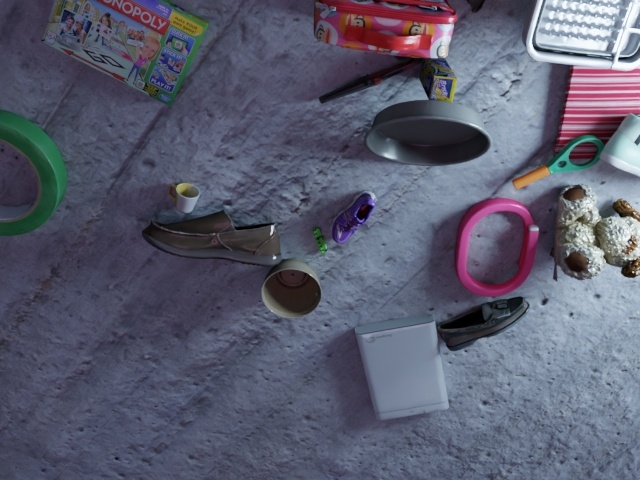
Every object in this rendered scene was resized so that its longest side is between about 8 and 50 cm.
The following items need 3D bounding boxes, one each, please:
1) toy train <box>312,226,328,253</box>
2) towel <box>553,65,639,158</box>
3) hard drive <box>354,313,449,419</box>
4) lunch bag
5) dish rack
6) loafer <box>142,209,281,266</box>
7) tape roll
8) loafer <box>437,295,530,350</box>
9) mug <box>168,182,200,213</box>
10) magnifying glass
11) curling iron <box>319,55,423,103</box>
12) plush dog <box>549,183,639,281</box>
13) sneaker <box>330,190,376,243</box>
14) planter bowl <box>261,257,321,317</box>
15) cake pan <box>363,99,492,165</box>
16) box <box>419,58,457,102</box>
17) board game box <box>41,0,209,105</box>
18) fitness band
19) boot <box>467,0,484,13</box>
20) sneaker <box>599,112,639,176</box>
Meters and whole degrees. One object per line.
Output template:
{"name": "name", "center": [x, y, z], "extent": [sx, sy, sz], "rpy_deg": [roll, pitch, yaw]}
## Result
{"name": "toy train", "center": [0.000, 0.000, 1.851], "extent": [0.023, 0.017, 0.083], "rpy_deg": [-21, 119, 0]}
{"name": "towel", "center": [0.677, -0.324, 1.648], "extent": [0.198, 0.031, 0.275], "rpy_deg": [-1, 123, -2]}
{"name": "hard drive", "center": [0.251, 0.389, 2.069], "extent": [0.233, 0.047, 0.353], "rpy_deg": [-11, 120, 6]}
{"name": "lunch bag", "center": [0.129, -0.459, 1.432], "extent": [0.293, 0.258, 0.120], "rpy_deg": [6, 124, -5]}
{"name": "dish rack", "center": [0.588, -0.520, 1.459], "extent": [0.332, 0.072, 0.286], "rpy_deg": [-1, 120, -20]}
{"name": "loafer", "center": [-0.276, -0.021, 1.790], "extent": [0.366, 0.134, 0.130], "rpy_deg": [7, 98, -16]}
{"name": "tape roll", "center": [-0.807, -0.166, 1.714], "extent": [0.321, 0.077, 0.321], "rpy_deg": [0, 121, 0]}
{"name": "loafer", "center": [0.460, 0.225, 1.947], "extent": [0.267, 0.096, 0.084], "rpy_deg": [-32, 110, 20]}
{"name": "mug", "center": [-0.350, -0.110, 1.769], "extent": [0.062, 0.078, 0.064], "rpy_deg": [-8, 137, -33]}
{"name": "magnifying glass", "center": [0.589, -0.187, 1.702], "extent": [0.231, 0.026, 0.092], "rpy_deg": [-25, 128, 18]}
{"name": "curling iron", "center": [0.118, -0.391, 1.606], "extent": [0.274, 0.035, 0.068], "rpy_deg": [-26, 103, 18]}
{"name": "plush dog", "center": [0.721, 0.005, 1.761], "extent": [0.225, 0.262, 0.210], "rpy_deg": [2, 155, 10]}
{"name": "sneaker", "center": [0.083, -0.055, 1.786], "extent": [0.068, 0.071, 0.170], "rpy_deg": [28, 118, -16]}
{"name": "planter bowl", "center": [-0.076, 0.115, 1.866], "extent": [0.162, 0.109, 0.162], "rpy_deg": [0, 121, 0]}
{"name": "cake pan", "center": [0.248, -0.246, 1.587], "extent": [0.293, 0.054, 0.293], "rpy_deg": [5, 166, 1]}
{"name": "box", "center": [0.263, -0.364, 1.541], "extent": [0.054, 0.169, 0.059], "rpy_deg": [6, 119, -3]}
{"name": "board game box", "center": [-0.441, -0.471, 1.548], "extent": [0.317, 0.046, 0.213], "rpy_deg": [25, 119, -14]}
{"name": "fitness band", "center": [0.470, 0.023, 1.845], "extent": [0.209, 0.054, 0.291], "rpy_deg": [0, 120, 0]}
{"name": "boot", "center": [0.355, -0.634, 1.424], "extent": [0.229, 0.091, 0.263], "rpy_deg": [-27, 120, 14]}
{"name": "sneaker", "center": [0.815, -0.225, 1.659], "extent": [0.256, 0.094, 0.151], "rpy_deg": [13, 115, -25]}
